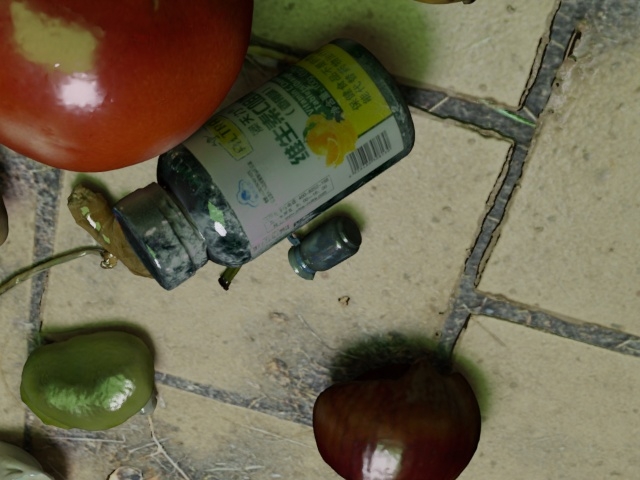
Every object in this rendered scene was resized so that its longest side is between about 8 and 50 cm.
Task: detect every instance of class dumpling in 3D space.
[{"bbox_3d":[-0.445,0.338,1.741,0.228,0.124,0.151,-2,162,18],"label":"dumpling"}]

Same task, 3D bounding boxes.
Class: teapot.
[{"bbox_3d":[0.000,0.003,1.442,0.083,0.049,0.063,-31,115,29],"label":"teapot"}]

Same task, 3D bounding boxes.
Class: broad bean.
[{"bbox_3d":[-0.294,0.177,1.592,0.174,0.082,0.125,-3,96,18],"label":"broad bean"}]

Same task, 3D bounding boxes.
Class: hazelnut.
[{"bbox_3d":[0.098,0.231,1.539,0.201,0.161,0.170,-3,150,-34],"label":"hazelnut"}]

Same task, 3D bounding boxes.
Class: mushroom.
[{"bbox_3d":[-0.367,0.050,1.566,0.286,0.028,0.026,-15,164,21],"label":"mushroom"}]

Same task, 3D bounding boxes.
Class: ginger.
[{"bbox_3d":[-0.215,-0.010,1.461,0.165,0.067,0.096,34,146,-14],"label":"ginger"}]

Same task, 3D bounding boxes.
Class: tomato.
[{"bbox_3d":[-0.215,-0.218,1.165,0.321,0.321,0.322,5,126,7],"label":"tomato"}]

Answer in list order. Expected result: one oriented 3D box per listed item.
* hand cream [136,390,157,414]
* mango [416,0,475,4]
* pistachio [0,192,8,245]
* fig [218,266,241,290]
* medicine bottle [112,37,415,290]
[{"bbox_3d":[-0.279,0.205,1.654,0.143,0.039,0.061,2,125,20],"label":"hand cream"},{"bbox_3d":[0.124,-0.334,1.128,0.167,0.130,0.262,25,120,-2],"label":"mango"},{"bbox_3d":[-0.482,-0.070,1.414,0.293,0.162,0.181,27,170,-13],"label":"pistachio"},{"bbox_3d":[-0.107,-0.013,1.426,0.124,0.124,0.236,1,144,10],"label":"fig"},{"bbox_3d":[-0.058,-0.070,1.257,0.293,0.141,0.141,-35,120,-12],"label":"medicine bottle"}]
